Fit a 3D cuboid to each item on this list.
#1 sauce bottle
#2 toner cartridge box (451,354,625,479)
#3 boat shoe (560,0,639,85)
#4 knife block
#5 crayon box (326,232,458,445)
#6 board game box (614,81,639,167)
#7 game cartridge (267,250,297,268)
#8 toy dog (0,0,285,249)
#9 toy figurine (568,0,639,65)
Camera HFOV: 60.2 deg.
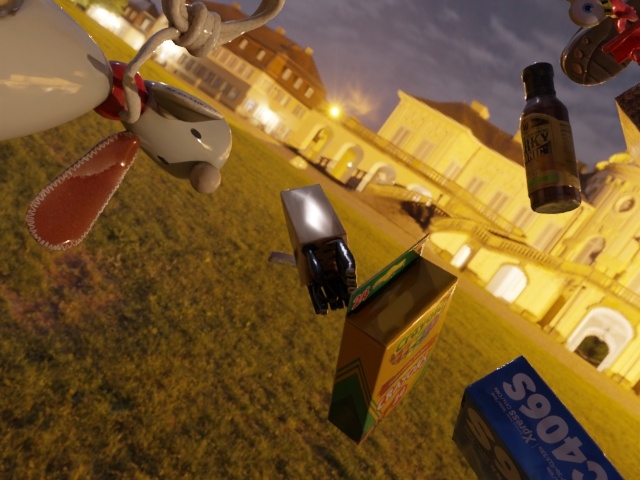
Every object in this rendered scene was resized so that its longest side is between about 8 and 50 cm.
[{"bbox_3d":[0.511,-0.234,1.252,0.111,0.344,0.111,-2,-16,-1],"label":"sauce bottle"},{"bbox_3d":[0.256,0.293,0.507,0.348,0.075,0.165,57,-12,35],"label":"toner cartridge box"},{"bbox_3d":[0.558,-0.393,0.945,0.123,0.324,0.116,56,17,-13],"label":"boat shoe"},{"bbox_3d":[0.000,0.000,1.011,0.242,0.088,0.276,115,-38,-75],"label":"knife block"},{"bbox_3d":[0.115,0.164,0.893,0.081,0.202,0.319,33,-42,28],"label":"crayon box"},{"bbox_3d":[0.738,-0.184,1.107,0.291,0.141,0.232,24,37,-54],"label":"board game box"},{"bbox_3d":[-0.074,0.044,1.240,0.083,0.017,0.056,14,-23,-11],"label":"game cartridge"},{"bbox_3d":[-0.157,-0.079,0.350,0.333,0.220,0.161,-4,60,-45],"label":"toy dog"},{"bbox_3d":[0.330,-0.380,0.537,0.191,0.217,0.363,-1,67,-36],"label":"toy figurine"}]
